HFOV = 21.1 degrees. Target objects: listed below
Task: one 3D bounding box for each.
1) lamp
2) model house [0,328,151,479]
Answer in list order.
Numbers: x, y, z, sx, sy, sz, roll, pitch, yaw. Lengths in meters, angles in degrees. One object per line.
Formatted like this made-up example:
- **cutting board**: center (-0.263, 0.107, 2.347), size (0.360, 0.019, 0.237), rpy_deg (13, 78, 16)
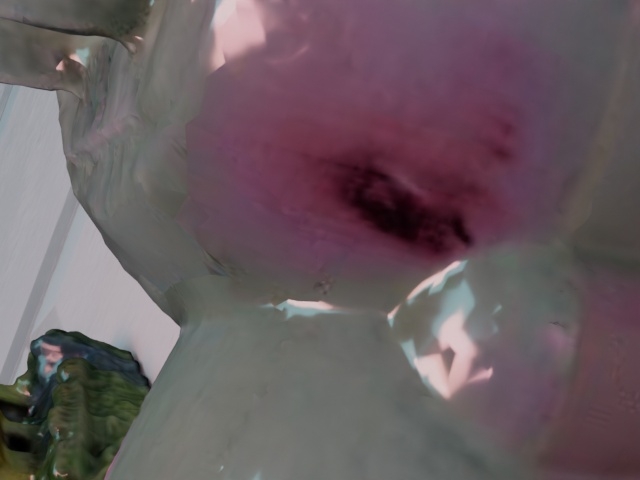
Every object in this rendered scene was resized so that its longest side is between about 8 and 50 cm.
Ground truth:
- **lamp**: center (-0.001, 0.009, 0.428), size (0.247, 0.247, 0.301), rpy_deg (157, 121, -68)
- **model house**: center (-0.216, 0.124, 0.935), size (0.194, 0.211, 0.170), rpy_deg (-112, 42, -63)
